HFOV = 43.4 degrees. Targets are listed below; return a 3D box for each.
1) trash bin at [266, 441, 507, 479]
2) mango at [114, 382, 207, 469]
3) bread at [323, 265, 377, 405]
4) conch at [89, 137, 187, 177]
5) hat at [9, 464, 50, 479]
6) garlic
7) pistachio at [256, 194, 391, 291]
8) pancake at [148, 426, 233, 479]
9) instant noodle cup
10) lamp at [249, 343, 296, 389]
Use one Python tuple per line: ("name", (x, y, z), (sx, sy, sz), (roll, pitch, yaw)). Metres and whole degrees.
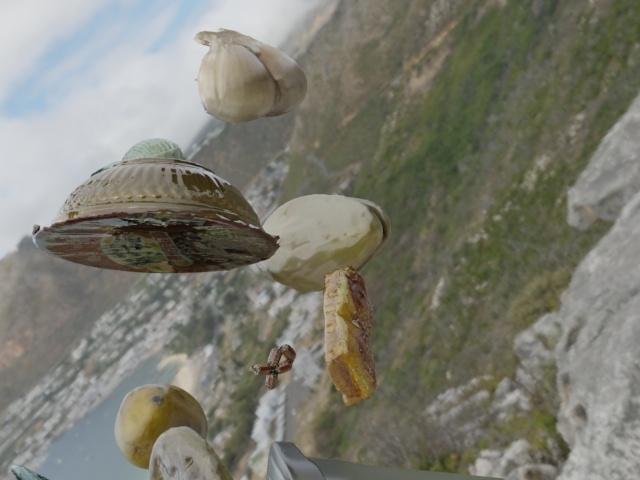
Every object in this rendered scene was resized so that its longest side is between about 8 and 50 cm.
("trash bin", (0.071, 0.321, 0.785), (0.219, 0.250, 0.220), (170, 104, -84))
("mango", (-0.339, 0.425, 1.789), (0.176, 0.329, 0.176), (-19, 60, 12))
("bread", (0.049, 0.153, 1.402), (0.077, 0.139, 0.271), (-16, 27, 11))
("conch", (-0.271, -0.103, 1.274), (0.153, 0.102, 0.135), (-43, 18, -34))
("hat", (-0.378, 0.394, 1.158), (0.138, 0.191, 0.078), (0, 58, 55))
("garlic", (-0.087, -0.177, 0.917), (0.174, 0.124, 0.099), (-46, -26, -62))
("pistachio", (0.000, 0.000, 1.636), (0.288, 0.197, 0.166), (-24, 2, 15))
("pancake", (-0.244, 0.462, 1.464), (0.050, 0.242, 0.242), (-10, -22, -49))
("instant noodle cup", (-0.181, -0.032, 0.909), (0.274, 0.274, 0.091), (152, 121, -62))
("lamp", (-0.081, 0.220, 1.439), (0.083, 0.063, 0.031), (-46, 27, -13))
